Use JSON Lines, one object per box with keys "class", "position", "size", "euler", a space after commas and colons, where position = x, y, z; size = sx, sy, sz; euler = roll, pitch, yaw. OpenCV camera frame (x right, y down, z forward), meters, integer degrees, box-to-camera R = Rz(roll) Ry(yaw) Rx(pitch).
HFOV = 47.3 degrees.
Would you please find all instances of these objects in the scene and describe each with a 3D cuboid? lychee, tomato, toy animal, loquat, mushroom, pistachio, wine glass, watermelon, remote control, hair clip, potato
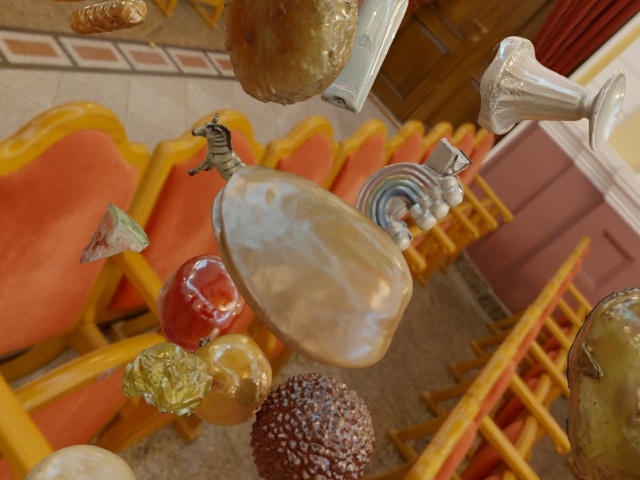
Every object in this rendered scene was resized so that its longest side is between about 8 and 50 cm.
{"class": "lychee", "position": [-0.019, 0.408, 1.507], "size": [0.264, 0.264, 0.300], "euler": [52, -17, 14]}
{"class": "tomato", "position": [-0.351, 0.178, 2.135], "size": [0.226, 0.298, 0.299], "euler": [40, 24, -17]}
{"class": "toy animal", "position": [-0.209, -0.171, 1.646], "size": [0.217, 0.176, 0.073], "euler": [44, 48, -11]}
{"class": "loquat", "position": [-0.211, 0.310, 1.643], "size": [0.208, 0.208, 0.208], "euler": [36, 26, -20]}
{"class": "mushroom", "position": [-0.206, 0.251, 0.585], "size": [0.096, 0.247, 0.108], "euler": [-13, 63, -40]}
{"class": "pistachio", "position": [-0.019, 0.026, 0.813], "size": [0.260, 0.163, 0.212], "euler": [37, 29, 6]}
{"class": "wine glass", "position": [0.372, -0.232, 1.177], "size": [0.196, 0.165, 0.165], "euler": [21, 12, 29]}
{"class": "watermelon", "position": [-0.464, -0.010, 1.599], "size": [0.098, 0.158, 0.121], "euler": [-129, -155, -62]}
{"class": "remote control", "position": [0.099, -0.442, 1.673], "size": [0.103, 0.294, 0.051], "euler": [24, 0, 16]}
{"class": "hair clip", "position": [0.128, -0.060, 1.092], "size": [0.054, 0.220, 0.140], "euler": [31, 20, -55]}
{"class": "potato", "position": [0.460, 0.226, 0.963], "size": [0.246, 0.300, 0.196], "euler": [-1, 12, -1]}

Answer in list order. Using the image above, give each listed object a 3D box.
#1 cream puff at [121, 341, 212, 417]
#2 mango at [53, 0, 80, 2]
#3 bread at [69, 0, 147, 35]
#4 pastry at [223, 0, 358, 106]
{"class": "cream puff", "position": [-0.279, 0.247, 1.323], "size": [0.156, 0.121, 0.156], "euler": [25, -13, 6]}
{"class": "mango", "position": [-0.320, -0.383, 0.977], "size": [0.090, 0.178, 0.115], "euler": [-133, -153, -54]}
{"class": "bread", "position": [-0.332, -0.349, 1.140], "size": [0.052, 0.157, 0.044], "euler": [-52, 133, -40]}
{"class": "pastry", "position": [-0.063, -0.408, 1.384], "size": [0.136, 0.330, 0.330], "euler": [-9, 56, -42]}
